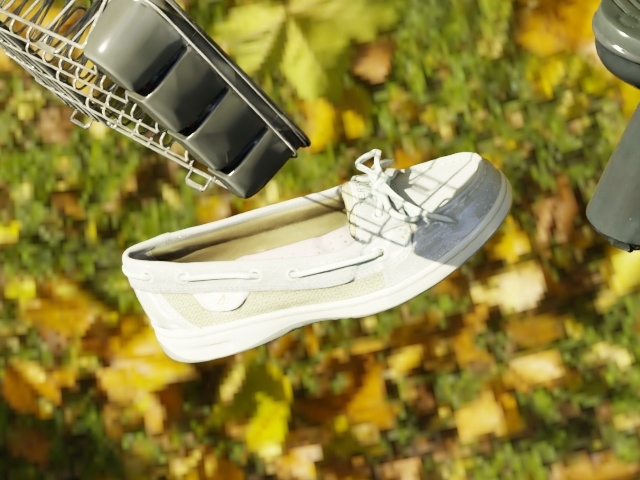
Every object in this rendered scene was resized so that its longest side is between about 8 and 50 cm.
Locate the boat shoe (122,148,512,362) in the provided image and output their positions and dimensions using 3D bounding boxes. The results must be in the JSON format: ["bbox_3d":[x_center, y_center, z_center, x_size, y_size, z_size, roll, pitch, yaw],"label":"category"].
[{"bbox_3d":[-0.001,-0.001,1.611,0.320,0.118,0.103,-19,123,11],"label":"boat shoe"}]

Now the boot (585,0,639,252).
[{"bbox_3d":[0.246,-0.078,1.403,0.246,0.094,0.207,-14,136,-48],"label":"boot"}]

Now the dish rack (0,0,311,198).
[{"bbox_3d":[-0.157,-0.131,1.428,0.074,0.271,0.208,-54,135,-10],"label":"dish rack"}]
